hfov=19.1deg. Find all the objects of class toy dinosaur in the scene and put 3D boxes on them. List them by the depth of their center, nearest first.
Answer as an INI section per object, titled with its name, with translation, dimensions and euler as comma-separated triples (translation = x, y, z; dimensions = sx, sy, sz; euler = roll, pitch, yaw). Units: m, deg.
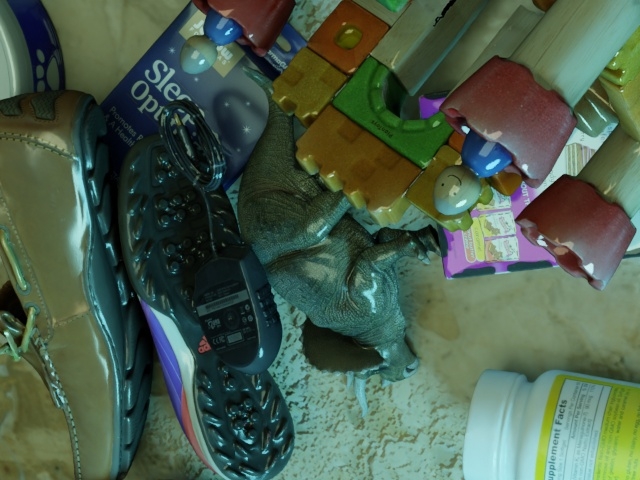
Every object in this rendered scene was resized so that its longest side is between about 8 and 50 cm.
[toy dinosaur]
translation = 0.000, 0.000, 1.615
dimensions = 0.160, 0.121, 0.313
euler = -35, 99, 16

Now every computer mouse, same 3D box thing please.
[computer mouse]
translation = -0.083, -0.004, 1.606
dimensions = 0.071, 0.041, 0.242
euler = -17, 87, 40

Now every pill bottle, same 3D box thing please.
[pill bottle]
translation = 0.231, 0.172, 1.591
dimensions = 0.208, 0.119, 0.119
euler = 9, 102, 17

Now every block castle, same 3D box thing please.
[block castle]
translation = 0.044, -0.157, 1.433
dimensions = 0.453, 0.303, 0.213
euler = 37, 86, 28

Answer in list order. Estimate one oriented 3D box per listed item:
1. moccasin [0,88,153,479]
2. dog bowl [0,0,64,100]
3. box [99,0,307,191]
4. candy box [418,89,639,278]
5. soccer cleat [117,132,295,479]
[moccasin]
translation = -0.236, 0.053, 1.673
dimensions = 0.147, 0.139, 0.380
euler = -5, 123, 9
[dog bowl]
translation = -0.371, -0.144, 1.736
dimensions = 0.265, 0.104, 0.265
euler = 3, 100, 17
[box]
translation = -0.110, -0.116, 1.694
dimensions = 0.136, 0.036, 0.225
euler = 45, 108, 5
[candy box]
translation = 0.211, -0.061, 1.580
dimensions = 0.233, 0.071, 0.159
euler = -7, 95, 19
[soccer cleat]
translation = -0.116, 0.062, 1.681
dimensions = 0.108, 0.116, 0.318
euler = -22, 98, -23
